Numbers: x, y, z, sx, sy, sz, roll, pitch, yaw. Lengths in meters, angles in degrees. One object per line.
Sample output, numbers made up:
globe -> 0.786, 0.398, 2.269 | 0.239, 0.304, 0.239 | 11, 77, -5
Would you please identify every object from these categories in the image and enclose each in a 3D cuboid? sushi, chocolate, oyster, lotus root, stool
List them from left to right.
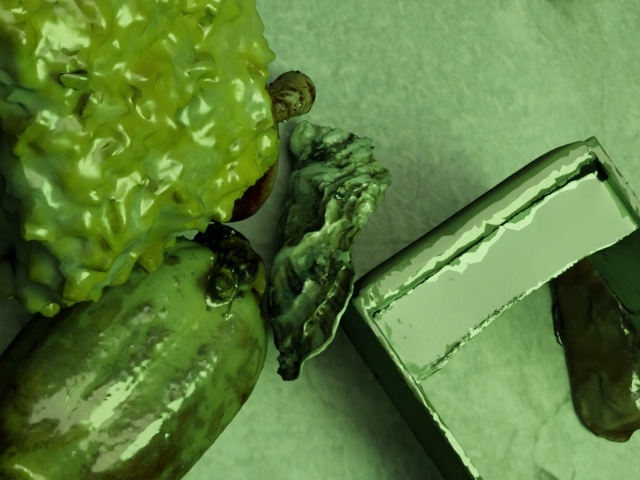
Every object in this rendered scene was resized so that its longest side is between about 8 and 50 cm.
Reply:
sushi -> -0.232, -0.124, 0.746 | 0.240, 0.397, 0.351 | -42, 129, -41
lotus root -> -0.161, 0.113, 0.836 | 0.173, 0.173, 0.309 | 46, 56, -5
oyster -> 0.003, 0.001, 0.948 | 0.087, 0.199, 0.252 | 18, 78, -10
stool -> 0.184, 0.092, 0.950 | 0.244, 0.170, 0.269 | -34, 87, -7
chocolate -> 0.321, 0.087, 1.108 | 0.148, 0.093, 0.214 | -5, 75, -25

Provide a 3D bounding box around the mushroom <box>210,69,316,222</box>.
mushroom -> -0.064, -0.116, 0.970 | 0.217, 0.148, 0.227 | -7, 51, -46
